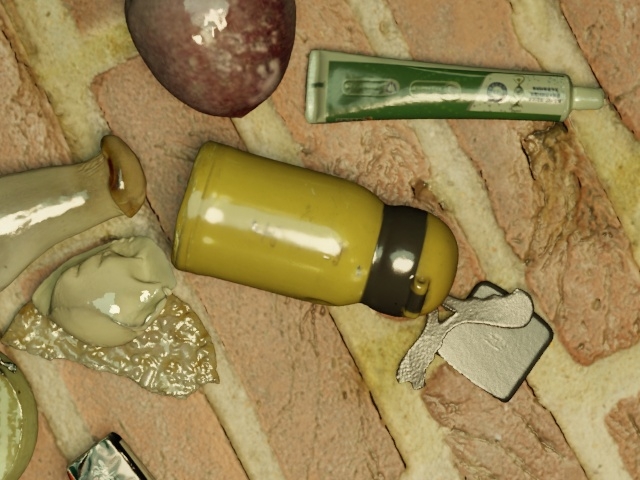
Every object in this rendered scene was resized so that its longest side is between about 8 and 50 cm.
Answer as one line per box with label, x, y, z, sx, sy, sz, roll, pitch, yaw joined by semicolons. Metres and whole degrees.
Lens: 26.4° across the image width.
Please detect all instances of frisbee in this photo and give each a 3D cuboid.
frisbee;0.150;0.106;1.780;0.211;0.012;0.187;31;85;11

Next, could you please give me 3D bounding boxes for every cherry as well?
cherry;-0.136;-0.282;1.727;0.213;0.183;0.266;-19;104;7

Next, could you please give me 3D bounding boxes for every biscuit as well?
biscuit;-0.260;0.113;1.783;0.290;0.038;0.141;16;84;2

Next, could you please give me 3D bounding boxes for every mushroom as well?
mushroom;-0.377;-0.024;1.761;0.329;0.122;0.159;-22;125;0

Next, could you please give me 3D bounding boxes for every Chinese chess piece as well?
Chinese chess piece;-0.474;0.235;1.751;0.238;0.092;0.237;0;88;1

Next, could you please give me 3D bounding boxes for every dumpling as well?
dumpling;-0.268;0.056;1.723;0.181;0.111;0.155;24;64;9

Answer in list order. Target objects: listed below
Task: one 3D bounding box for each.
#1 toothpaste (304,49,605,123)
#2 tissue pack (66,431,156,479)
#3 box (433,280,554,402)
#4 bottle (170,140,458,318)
toothpaste;0.176;-0.192;1.788;0.392;0.061;0.098;3;88;3
tissue pack;-0.247;0.334;1.746;0.090;0.103;0.170;-38;89;-8
box;0.228;0.132;1.795;0.126;0.027;0.125;36;86;2
bottle;0.000;0.000;1.723;0.351;0.171;0.171;16;88;-1
